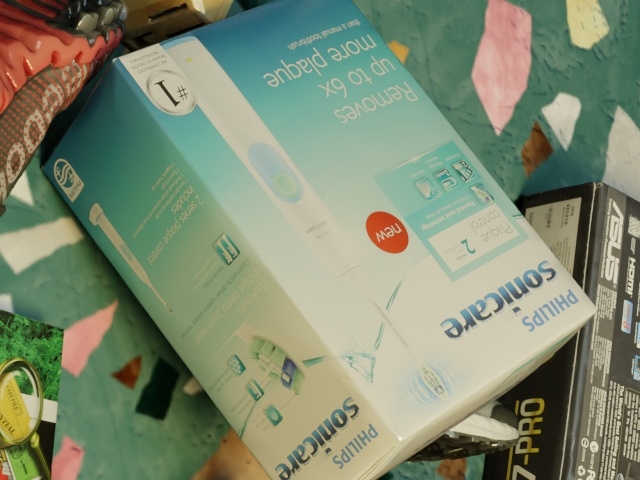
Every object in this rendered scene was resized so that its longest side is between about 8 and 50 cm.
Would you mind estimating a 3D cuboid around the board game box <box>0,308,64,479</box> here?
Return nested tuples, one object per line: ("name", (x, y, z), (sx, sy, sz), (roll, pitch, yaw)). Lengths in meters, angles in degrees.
("board game box", (-0.239, 0.091, 1.053), (0.259, 0.030, 0.136), (24, 63, -57))

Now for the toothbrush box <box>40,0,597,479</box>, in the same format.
("toothbrush box", (0.000, 0.000, 1.205), (0.216, 0.126, 0.295), (-26, 75, -43))

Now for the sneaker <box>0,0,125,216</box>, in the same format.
("sneaker", (-0.208, -0.083, 1.119), (0.276, 0.097, 0.135), (-48, 159, -61))

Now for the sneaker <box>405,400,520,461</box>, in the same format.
("sneaker", (0.047, 0.093, 1.328), (0.271, 0.100, 0.108), (25, 61, -38))

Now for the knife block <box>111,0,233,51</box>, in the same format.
("knife block", (-0.058, -0.284, 1.303), (0.242, 0.088, 0.276), (-15, 92, -43))

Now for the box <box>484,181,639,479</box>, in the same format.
("box", (0.275, 0.188, 1.525), (0.318, 0.097, 0.395), (23, 67, -36))
